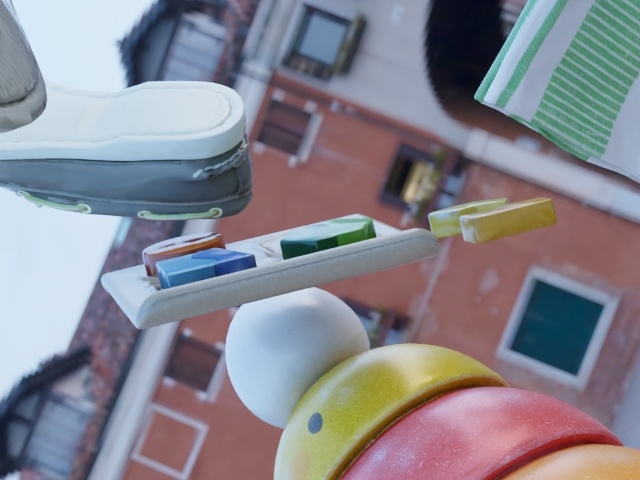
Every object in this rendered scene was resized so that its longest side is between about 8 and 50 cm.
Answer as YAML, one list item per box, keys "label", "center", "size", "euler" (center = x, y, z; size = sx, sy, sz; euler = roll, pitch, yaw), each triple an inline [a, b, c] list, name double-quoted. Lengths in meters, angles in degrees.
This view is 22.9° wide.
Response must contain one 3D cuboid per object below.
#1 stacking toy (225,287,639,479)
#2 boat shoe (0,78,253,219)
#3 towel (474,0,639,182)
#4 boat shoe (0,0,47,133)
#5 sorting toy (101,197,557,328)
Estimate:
- label: "stacking toy"
  center: [0.077, 0.201, 1.191]
  size: [0.350, 0.480, 0.351]
  euler: [-26, -43, -26]
- label: "boat shoe"
  center: [-0.199, -0.067, 1.225]
  size: [0.109, 0.305, 0.091]
  euler: [-68, -25, -48]
- label: "towel"
  center: [0.315, -0.153, 1.309]
  size: [0.248, 0.324, 0.038]
  euler: [-62, 24, 9]
- label: "boat shoe"
  center: [-0.140, -0.072, 0.499]
  size: [0.079, 0.084, 0.233]
  euler: [-33, 28, -2]
- label: "sorting toy"
  center: [0.000, 0.000, 1.147]
  size: [0.229, 0.307, 0.041]
  euler: [-167, 64, -76]
